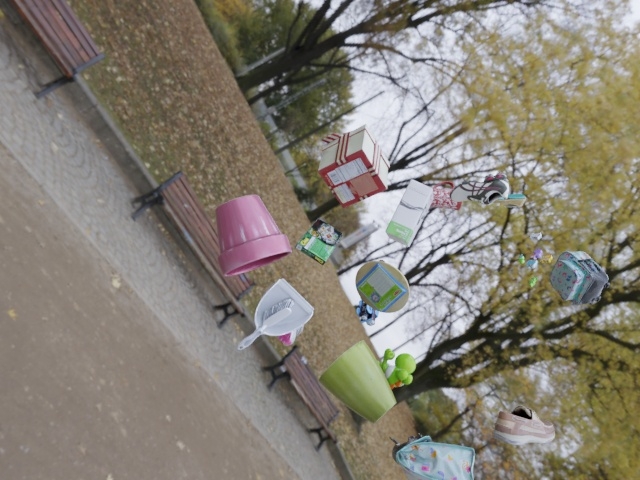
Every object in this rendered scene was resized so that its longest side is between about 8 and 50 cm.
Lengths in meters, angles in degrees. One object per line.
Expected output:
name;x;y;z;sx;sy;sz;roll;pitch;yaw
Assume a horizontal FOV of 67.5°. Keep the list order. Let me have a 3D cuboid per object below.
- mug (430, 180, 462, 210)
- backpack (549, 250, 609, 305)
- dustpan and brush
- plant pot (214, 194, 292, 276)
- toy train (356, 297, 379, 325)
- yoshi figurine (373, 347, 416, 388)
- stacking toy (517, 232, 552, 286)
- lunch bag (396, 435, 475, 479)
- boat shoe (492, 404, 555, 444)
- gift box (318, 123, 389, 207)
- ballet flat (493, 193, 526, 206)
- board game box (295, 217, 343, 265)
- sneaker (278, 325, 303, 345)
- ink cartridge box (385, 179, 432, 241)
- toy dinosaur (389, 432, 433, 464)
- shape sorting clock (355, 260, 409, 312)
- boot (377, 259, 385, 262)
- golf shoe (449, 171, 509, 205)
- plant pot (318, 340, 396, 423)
mug;0.625;-0.225;2.458;0.150;0.169;0.113;-91;-175;-53
backpack;1.275;0.178;2.401;0.254;0.191;0.225;-96;-170;-52
dustpan and brush;-0.136;0.213;1.249;0.147;0.211;0.060;47;16;-27
plant pot;-0.198;-0.018;1.307;0.201;0.201;0.180;100;-29;-82
toy train;0.223;0.303;2.153;0.105;0.080;0.184;52;33;-22
yoshi figurine;0.383;0.674;2.539;0.362;0.203;0.203;-16;-110;62
stacking toy;1.038;0.090;2.312;0.052;0.221;0.167;-5;-54;53
lunch bag;0.406;0.800;1.702;0.223;0.262;0.160;68;30;-54
boat shoe;0.756;0.669;1.751;0.123;0.324;0.117;-3;-102;51
gift box;0.128;-0.329;2.079;0.255;0.276;0.258;58;28;-31
ballet flat;0.964;-0.209;2.524;0.080;0.232;0.073;-87;-178;-56
board game box;0.000;0.000;1.968;0.136;0.030;0.260;35;32;2
sneaker;-0.126;0.401;2.222;0.111;0.103;0.252;41;22;-19
ink cartridge box;0.421;-0.124;2.247;0.114;0.273;0.198;27;-1;16
toy dinosaur;0.361;0.856;1.917;0.313;0.160;0.121;21;-49;50
shape sorting clock;0.218;0.165;1.699;0.040;0.206;0.206;-33;94;-51
boot;0.267;0.145;2.220;0.106;0.082;0.219;-65;170;-47
golf shoe;0.712;-0.214;2.164;0.105;0.272;0.120;28;55;-43
plant pot;0.189;0.645;2.120;0.293;0.274;0.275;47;-9;20
